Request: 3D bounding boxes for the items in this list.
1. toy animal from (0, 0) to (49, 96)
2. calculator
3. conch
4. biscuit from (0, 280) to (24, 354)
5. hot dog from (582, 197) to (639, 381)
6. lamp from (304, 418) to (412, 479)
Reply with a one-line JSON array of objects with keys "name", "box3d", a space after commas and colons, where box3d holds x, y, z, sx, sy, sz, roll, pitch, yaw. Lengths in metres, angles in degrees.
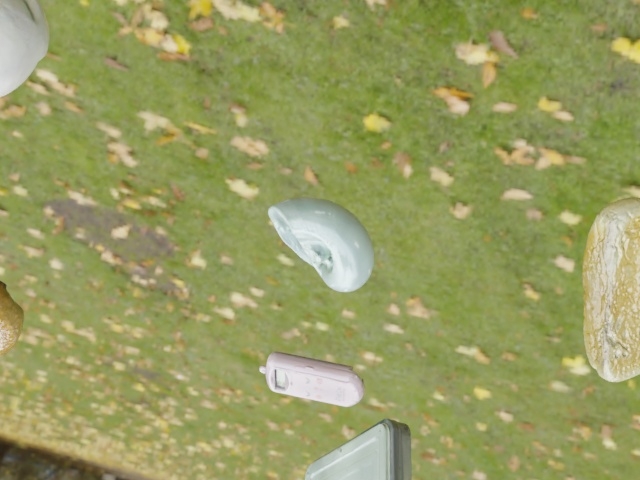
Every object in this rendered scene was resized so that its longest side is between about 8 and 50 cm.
[{"name": "toy animal", "box3d": [-0.460, -0.255, 1.124, 0.289, 0.249, 0.174, 56, 168, 49]}, {"name": "calculator", "box3d": [-0.014, 0.224, 1.516, 0.175, 0.032, 0.100, 10, 142, 7]}, {"name": "conch", "box3d": [0.003, -0.002, 1.708, 0.221, 0.121, 0.185, 48, 140, -17]}, {"name": "biscuit", "box3d": [-0.717, 0.142, 1.784, 0.296, 0.102, 0.296, 6, 146, 4]}, {"name": "hot dog", "box3d": [0.366, 0.057, 1.151, 0.084, 0.242, 0.073, -14, -156, -18]}, {"name": "lamp", "box3d": [0.047, 0.420, 1.347, 0.047, 0.269, 0.266, 16, 145, -22]}]
